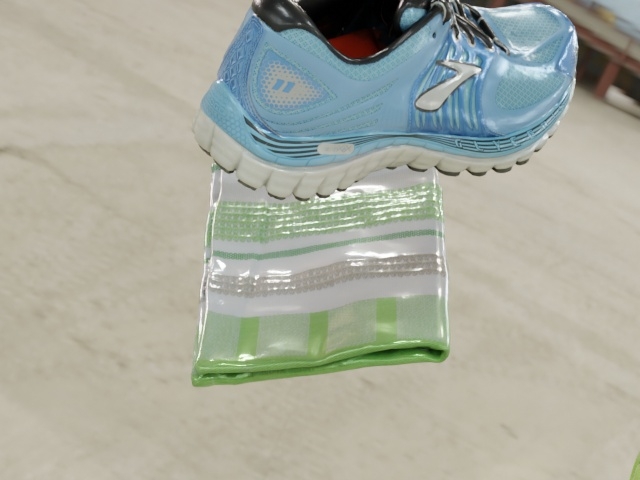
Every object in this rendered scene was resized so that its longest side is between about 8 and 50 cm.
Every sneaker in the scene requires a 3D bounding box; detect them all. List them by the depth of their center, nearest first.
[{"bbox_3d":[0.036,-0.063,0.403,0.162,0.073,0.063,-17,48,-38],"label":"sneaker"}]

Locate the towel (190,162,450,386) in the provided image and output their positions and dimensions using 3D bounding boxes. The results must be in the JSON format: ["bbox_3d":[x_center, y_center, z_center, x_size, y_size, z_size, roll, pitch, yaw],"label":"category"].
[{"bbox_3d":[0.000,0.000,0.538,0.113,0.023,0.152,-9,39,8],"label":"towel"}]

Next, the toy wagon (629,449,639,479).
[{"bbox_3d":[0.343,0.296,0.911,0.267,0.344,0.068,17,28,11],"label":"toy wagon"}]
